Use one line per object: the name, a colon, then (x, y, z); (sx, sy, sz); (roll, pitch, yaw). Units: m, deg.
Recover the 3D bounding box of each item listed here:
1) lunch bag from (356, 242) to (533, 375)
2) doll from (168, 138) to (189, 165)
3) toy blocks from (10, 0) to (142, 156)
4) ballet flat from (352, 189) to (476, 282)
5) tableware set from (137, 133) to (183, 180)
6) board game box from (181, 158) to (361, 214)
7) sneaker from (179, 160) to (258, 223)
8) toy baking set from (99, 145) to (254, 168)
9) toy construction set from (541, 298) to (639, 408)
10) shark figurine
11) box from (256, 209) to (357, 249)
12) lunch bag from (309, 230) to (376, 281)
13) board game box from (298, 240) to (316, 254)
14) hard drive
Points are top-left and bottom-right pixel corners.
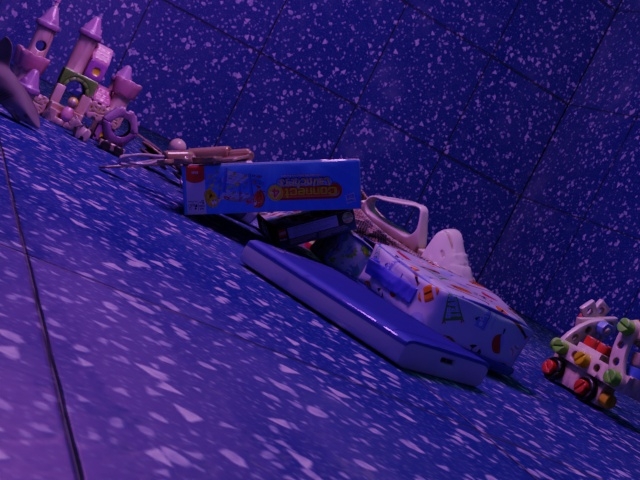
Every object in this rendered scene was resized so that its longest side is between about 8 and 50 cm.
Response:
lunch bag: (0.198, 0.110, 1.562); (0.243, 0.115, 0.303); (22, 6, -27)
doll: (-0.286, -0.176, 2.041); (0.129, 0.046, 0.189); (46, 2, 27)
toy blocks: (-0.533, -0.379, 2.060); (0.288, 0.260, 0.309); (25, 4, -25)
ballet flat: (0.199, 0.014, 2.009); (0.483, 0.182, 0.164); (36, 13, 35)
tableware set: (-0.337, -0.157, 2.050); (0.194, 0.039, 0.128); (35, -9, 24)
board game box: (-0.082, -0.101, 1.679); (0.302, 0.086, 0.308); (-2, 4, 1)
sneaker: (-0.223, -0.142, 1.959); (0.163, 0.086, 0.226); (23, 25, -29)
toy baking set: (-0.247, -0.148, 1.602); (0.256, 0.030, 0.197); (-1, 5, 23)
toy construction set: (0.561, 0.214, 1.804); (0.151, 0.215, 0.328); (26, 4, -13)
shark figurine: (-0.607, -0.323, 1.620); (0.278, 0.116, 0.166); (30, 23, -51)
box: (-0.035, -0.045, 1.874); (0.159, 0.044, 0.233); (-16, 15, -11)
lunch bag: (0.072, 0.036, 1.875); (0.151, 0.096, 0.129); (37, 1, -18)
board game box: (0.014, 0.022, 2.060); (0.169, 0.033, 0.133); (25, 4, -25)
hard drive: (0.058, 0.099, 1.278); (0.319, 0.040, 0.210); (30, 5, 41)
